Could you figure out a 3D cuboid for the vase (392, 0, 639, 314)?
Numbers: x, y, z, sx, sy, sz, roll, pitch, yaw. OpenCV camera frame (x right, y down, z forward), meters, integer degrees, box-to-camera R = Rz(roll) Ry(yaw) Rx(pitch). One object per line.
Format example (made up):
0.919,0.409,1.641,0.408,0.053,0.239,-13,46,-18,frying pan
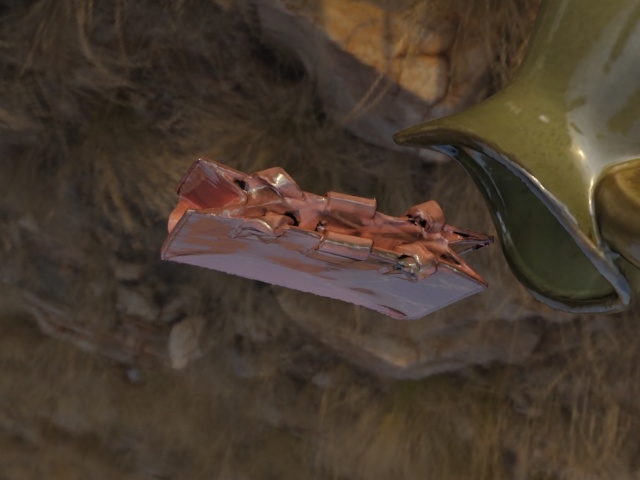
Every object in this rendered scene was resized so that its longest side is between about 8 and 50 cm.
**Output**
0.222,-0.077,0.599,0.302,0.329,0.241,-40,111,8,vase

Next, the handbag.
0.000,0.000,0.747,0.213,0.059,0.157,15,165,-12,handbag
